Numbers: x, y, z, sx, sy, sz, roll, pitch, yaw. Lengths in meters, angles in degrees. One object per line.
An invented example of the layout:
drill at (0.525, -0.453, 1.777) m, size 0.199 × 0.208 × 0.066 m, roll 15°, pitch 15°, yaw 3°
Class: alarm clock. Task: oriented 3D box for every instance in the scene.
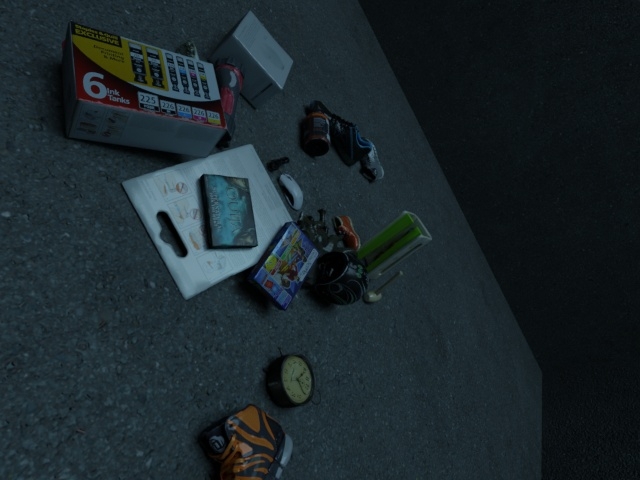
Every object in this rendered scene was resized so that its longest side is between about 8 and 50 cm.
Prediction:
alarm clock at (-0.061, 0.367, 1.022) m, size 0.192 × 0.064 × 0.129 m, roll 44°, pitch 38°, yaw -25°

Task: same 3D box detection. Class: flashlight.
flashlight at (-0.294, -0.430, 1.211) m, size 0.103 × 0.103 × 0.303 m, roll 14°, pitch 54°, yaw -18°

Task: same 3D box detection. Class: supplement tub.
supplement tub at (-0.015, -0.440, 1.602) m, size 0.106 × 0.106 × 0.197 m, roll 31°, pitch 46°, yaw -41°

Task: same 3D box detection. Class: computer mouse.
computer mouse at (-0.105, -0.198, 1.368) m, size 0.192 × 0.042 × 0.106 m, roll 63°, pitch 32°, yaw -2°

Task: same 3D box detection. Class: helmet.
helmet at (0.070, 0.126, 1.265) m, size 0.161 × 0.170 × 0.169 m, roll 47°, pitch 35°, yaw -38°

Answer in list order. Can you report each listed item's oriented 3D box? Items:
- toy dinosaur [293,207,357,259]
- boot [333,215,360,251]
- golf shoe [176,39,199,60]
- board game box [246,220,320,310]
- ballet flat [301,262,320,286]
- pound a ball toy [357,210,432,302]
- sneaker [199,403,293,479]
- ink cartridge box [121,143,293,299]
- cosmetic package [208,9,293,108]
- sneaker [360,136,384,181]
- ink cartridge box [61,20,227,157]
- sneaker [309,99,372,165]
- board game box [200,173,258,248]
toy dinosaur at (0.000, 0.000, 1.344) m, size 0.313 × 0.121 × 0.160 m, roll 47°, pitch 48°, yaw -32°
boot at (0.097, -0.025, 1.527) m, size 0.085 × 0.059 × 0.157 m, roll 8°, pitch 53°, yaw -49°
golf shoe at (-0.380, -0.509, 1.193) m, size 0.086 × 0.069 × 0.176 m, roll 33°, pitch 43°, yaw -69°
board game box at (-0.092, 0.067, 1.070) m, size 0.136 × 0.035 × 0.201 m, roll 51°, pitch 55°, yaw -28°
ballet flat at (-0.075, 0.113, 1.194) m, size 0.250 × 0.058 × 0.084 m, roll -22°, pitch 99°, yaw -61°
pound a ball toy at (0.272, 0.070, 1.506) m, size 0.136 × 0.319 × 0.208 m, roll 11°, pitch 45°, yaw -52°
sneaker at (-0.179, 0.458, 0.765) m, size 0.180 × 0.125 × 0.321 m, roll 51°, pitch 24°, yaw -12°
ink cartridge box at (-0.268, -0.059, 1.041) m, size 0.385 × 0.091 × 0.308 m, roll -30°, pitch 94°, yaw -41°
cosmetic package at (-0.235, -0.627, 1.389) m, size 0.225 × 0.138 × 0.224 m, roll 43°, pitch 38°, yaw -31°
sneaker at (0.227, -0.387, 1.928) m, size 0.228 × 0.086 × 0.132 m, roll 60°, pitch 35°, yaw -8°
ink cartridge box at (-0.404, -0.356, 0.916) m, size 0.310 × 0.130 × 0.271 m, roll 0°, pitch 66°, yaw -40°
sneaker at (0.091, -0.492, 1.755) m, size 0.341 × 0.140 × 0.125 m, roll 44°, pitch 41°, yaw -26°
board game box at (-0.227, -0.072, 1.001) m, size 0.126 × 0.026 × 0.186 m, roll -1°, pitch 75°, yaw -39°
